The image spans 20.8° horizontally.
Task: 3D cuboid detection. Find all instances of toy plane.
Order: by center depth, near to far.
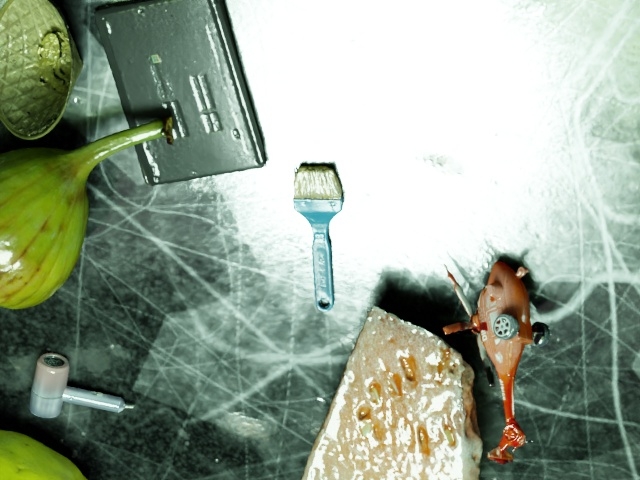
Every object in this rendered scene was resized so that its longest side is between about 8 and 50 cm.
[{"bbox_3d":[0.178,0.115,1.734,0.077,0.194,0.126,-19,137,39],"label":"toy plane"}]

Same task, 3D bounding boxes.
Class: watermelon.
[{"bbox_3d":[0.081,0.188,1.810,0.192,0.140,0.257,9,107,10],"label":"watermelon"}]

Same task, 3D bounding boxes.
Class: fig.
[{"bbox_3d":[-0.263,-0.043,1.732,0.259,0.151,0.151,-36,105,22],"label":"fig"}]

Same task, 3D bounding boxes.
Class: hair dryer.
[{"bbox_3d":[-0.256,0.165,1.895,0.114,0.037,0.063,13,116,-6],"label":"hair dryer"}]

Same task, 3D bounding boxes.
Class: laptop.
[{"bbox_3d":[-0.139,-0.150,1.733,0.135,0.016,0.197,-9,113,15],"label":"laptop"}]

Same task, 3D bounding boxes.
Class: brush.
[{"bbox_3d":[0.000,0.000,1.783,0.051,0.014,0.164,2,116,10],"label":"brush"}]

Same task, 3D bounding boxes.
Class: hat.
[{"bbox_3d":[-0.262,-0.173,1.721,0.146,0.067,0.146,5,97,45],"label":"hat"}]

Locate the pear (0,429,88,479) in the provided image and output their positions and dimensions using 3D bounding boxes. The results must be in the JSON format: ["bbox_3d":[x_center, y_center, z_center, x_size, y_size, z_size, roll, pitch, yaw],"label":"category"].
[{"bbox_3d":[-0.373,0.307,1.883,0.269,0.212,0.212,-8,114,1],"label":"pear"}]
